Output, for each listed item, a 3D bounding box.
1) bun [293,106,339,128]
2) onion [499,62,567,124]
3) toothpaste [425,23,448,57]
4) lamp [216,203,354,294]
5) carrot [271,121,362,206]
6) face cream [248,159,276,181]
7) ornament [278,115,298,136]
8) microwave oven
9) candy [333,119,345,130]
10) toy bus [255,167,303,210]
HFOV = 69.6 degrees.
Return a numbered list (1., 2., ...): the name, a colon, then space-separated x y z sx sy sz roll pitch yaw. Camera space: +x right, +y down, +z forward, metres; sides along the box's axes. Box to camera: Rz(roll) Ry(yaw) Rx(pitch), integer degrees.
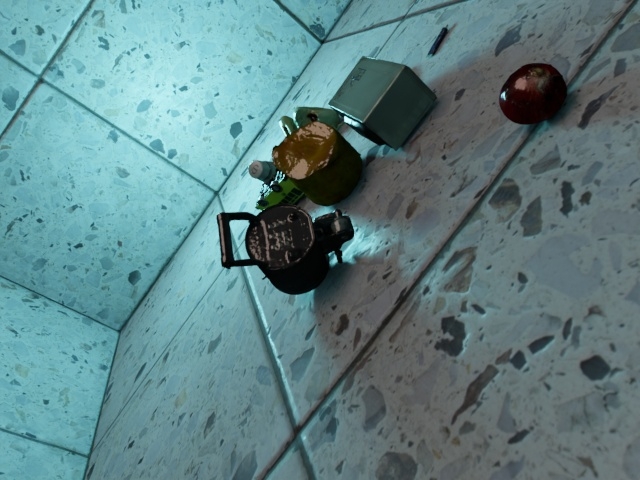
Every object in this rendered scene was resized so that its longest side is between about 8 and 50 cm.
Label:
1. bun: -0.023 -0.532 2.068 0.212 0.203 0.127 31 126 50
2. onion: 0.444 -0.307 0.964 0.131 0.131 0.131 -43 27 28
3. toothpaste: 0.421 -0.714 1.647 0.140 0.021 0.037 -59 25 -3
4. lamp: -0.100 0.037 1.344 0.272 0.373 0.205 102 158 -58
5. carrot: 0.014 -0.252 1.589 0.241 0.340 0.242 -11 67 28
6. face cream: -0.215 -0.307 2.106 0.143 0.089 0.314 -49 -18 17
7. ornament: -0.098 -0.526 2.194 0.061 0.230 0.245 -50 44 27
8. microwave oven: 0.196 -0.447 1.498 0.238 0.181 0.295 -54 33 9
9. candy: 0.064 -0.470 1.969 0.305 0.083 0.091 -36 28 22
10. toy bus: -0.156 -0.216 1.944 0.262 0.150 0.128 -38 33 46
